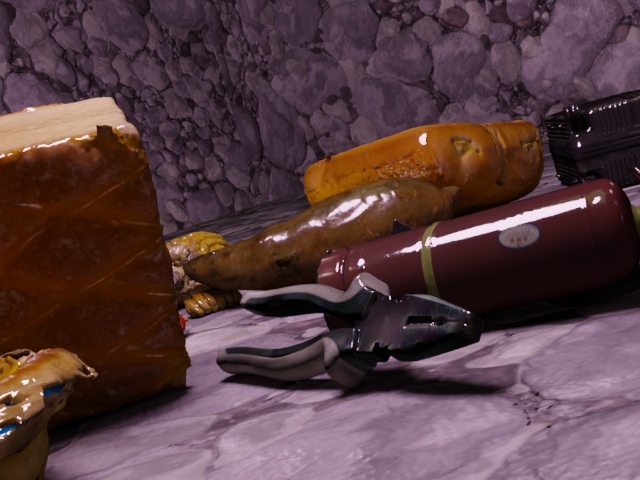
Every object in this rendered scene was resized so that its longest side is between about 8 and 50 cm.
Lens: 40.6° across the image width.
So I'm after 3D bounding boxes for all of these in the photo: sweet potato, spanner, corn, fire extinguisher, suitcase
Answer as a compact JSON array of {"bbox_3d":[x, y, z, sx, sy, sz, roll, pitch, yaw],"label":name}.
[{"bbox_3d":[-0.002,0.003,1.225,0.423,0.130,0.130,-17,6,7],"label":"sweet potato"},{"bbox_3d":[0.011,0.077,0.729,0.040,0.095,0.325,32,-24,-29],"label":"spanner"},{"bbox_3d":[-0.214,0.038,1.494,0.115,0.115,0.318,-14,6,5],"label":"corn"},{"bbox_3d":[0.169,0.006,0.790,0.341,0.105,0.141,-16,50,23],"label":"fire extinguisher"},{"bbox_3d":[0.531,-0.188,1.520,0.230,0.152,0.335,-13,6,9],"label":"suitcase"}]

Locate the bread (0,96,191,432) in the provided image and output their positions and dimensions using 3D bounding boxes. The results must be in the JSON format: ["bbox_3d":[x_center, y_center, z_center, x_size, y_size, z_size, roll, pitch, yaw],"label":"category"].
[{"bbox_3d":[-0.289,0.027,0.836,0.279,0.279,0.207,-18,24,-18],"label":"bread"}]

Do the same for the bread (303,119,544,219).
[{"bbox_3d":[0.167,-0.092,1.418,0.337,0.148,0.328,-15,-3,42],"label":"bread"}]

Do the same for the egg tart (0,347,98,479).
[{"bbox_3d":[-0.280,0.163,0.596,0.291,0.107,0.291,-19,9,3],"label":"egg tart"}]

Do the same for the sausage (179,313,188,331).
[{"bbox_3d":[-0.216,0.119,1.080,0.050,0.048,0.145,-4,10,37],"label":"sausage"}]

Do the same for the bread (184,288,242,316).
[{"bbox_3d":[-0.157,0.087,1.269,0.088,0.033,0.049,-17,13,-24],"label":"bread"}]
